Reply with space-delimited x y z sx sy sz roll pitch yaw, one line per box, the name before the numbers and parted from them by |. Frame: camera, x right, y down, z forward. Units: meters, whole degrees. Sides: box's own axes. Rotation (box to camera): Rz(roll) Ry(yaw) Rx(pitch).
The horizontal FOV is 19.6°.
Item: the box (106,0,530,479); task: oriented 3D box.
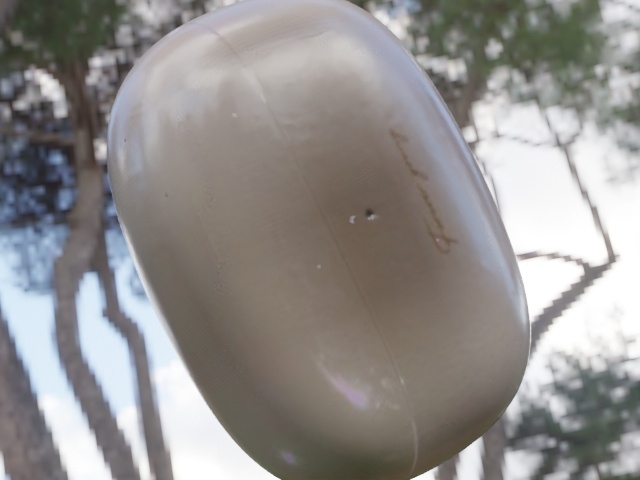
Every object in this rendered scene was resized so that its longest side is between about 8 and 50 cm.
box | 0.000 0.000 0.733 0.146 0.200 0.088 -24 -3 -30
